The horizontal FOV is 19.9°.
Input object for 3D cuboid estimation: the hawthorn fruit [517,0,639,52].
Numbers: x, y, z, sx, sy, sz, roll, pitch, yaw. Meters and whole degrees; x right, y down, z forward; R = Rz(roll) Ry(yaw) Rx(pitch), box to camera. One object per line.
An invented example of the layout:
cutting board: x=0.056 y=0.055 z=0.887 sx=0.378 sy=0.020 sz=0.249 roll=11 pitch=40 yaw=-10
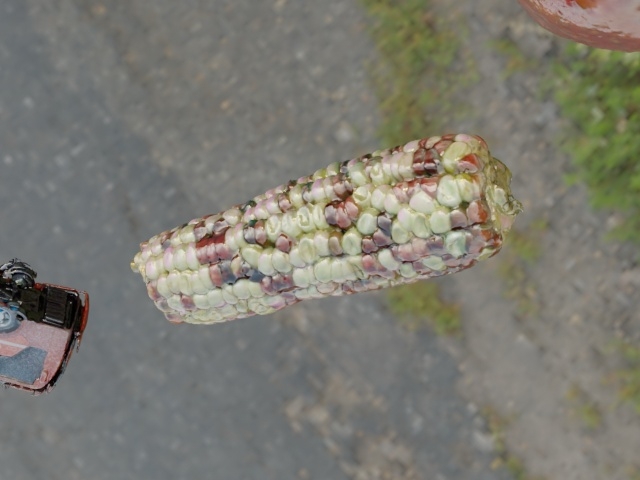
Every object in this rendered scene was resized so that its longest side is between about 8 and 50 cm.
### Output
hawthorn fruit: x=0.214 y=-0.212 z=1.215 sx=0.262 sy=0.210 sz=0.210 roll=-115 pitch=13 yaw=-49

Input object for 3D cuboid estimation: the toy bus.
toy bus: x=-0.310 y=0.056 z=1.477 sx=0.234 sy=0.073 sz=0.096 roll=17 pitch=125 yaw=-10

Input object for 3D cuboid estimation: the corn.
corn: x=0.000 y=0.000 z=1.213 sx=0.280 sy=0.092 sz=0.092 roll=-17 pitch=114 yaw=23
